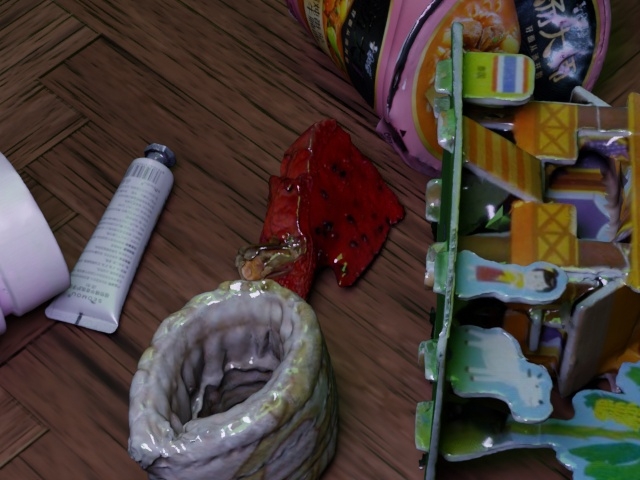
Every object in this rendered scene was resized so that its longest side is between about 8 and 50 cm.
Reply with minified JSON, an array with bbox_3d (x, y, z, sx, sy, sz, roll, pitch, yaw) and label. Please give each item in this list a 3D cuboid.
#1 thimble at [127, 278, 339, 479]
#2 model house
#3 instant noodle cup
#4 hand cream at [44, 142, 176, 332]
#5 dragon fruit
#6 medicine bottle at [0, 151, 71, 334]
[{"bbox_3d":[-0.069,0.136,1.360,0.137,0.143,0.190,25,57,24],"label":"thimble"},{"bbox_3d":[0.230,0.032,1.361,0.313,0.242,0.357,3,49,5],"label":"model house"},{"bbox_3d":[0.094,-0.209,1.600,0.244,0.244,0.255,-29,44,-18],"label":"instant noodle cup"},{"bbox_3d":[-0.176,-0.002,1.560,0.067,0.042,0.194,17,59,9],"label":"hand cream"},{"bbox_3d":[-0.015,0.003,1.532,0.092,0.122,0.192,-20,40,45],"label":"dragon fruit"},{"bbox_3d":[-0.362,0.051,1.448,0.293,0.170,0.170,-29,53,-17],"label":"medicine bottle"}]
